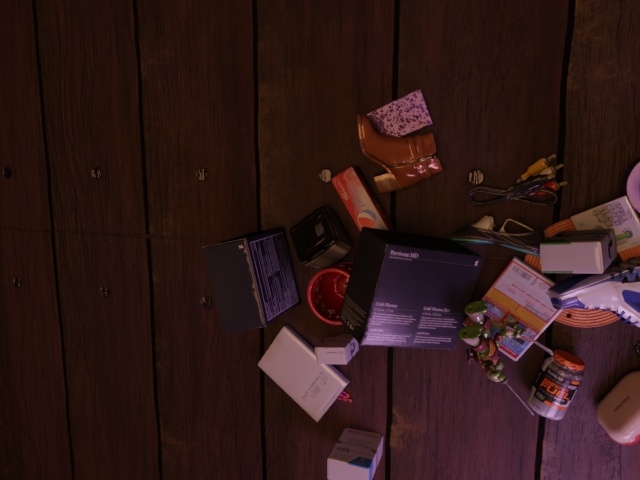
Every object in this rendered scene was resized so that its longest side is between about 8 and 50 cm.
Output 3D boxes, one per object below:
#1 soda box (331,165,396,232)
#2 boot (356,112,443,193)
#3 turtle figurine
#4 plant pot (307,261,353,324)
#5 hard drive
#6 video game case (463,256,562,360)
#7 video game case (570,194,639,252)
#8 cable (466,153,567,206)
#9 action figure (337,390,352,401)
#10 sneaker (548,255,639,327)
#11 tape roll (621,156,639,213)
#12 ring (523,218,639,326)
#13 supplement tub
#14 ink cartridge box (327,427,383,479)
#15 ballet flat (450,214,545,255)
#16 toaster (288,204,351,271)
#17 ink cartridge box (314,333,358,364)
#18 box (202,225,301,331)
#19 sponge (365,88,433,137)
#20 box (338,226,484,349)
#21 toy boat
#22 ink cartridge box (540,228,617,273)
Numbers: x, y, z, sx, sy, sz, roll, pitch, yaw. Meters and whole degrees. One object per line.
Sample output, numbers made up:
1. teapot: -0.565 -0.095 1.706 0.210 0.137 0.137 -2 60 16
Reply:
1. soda box: 0.144 -0.114 1.757 0.092 0.083 0.263 -31 88 22
2. boot: 0.246 -0.297 1.657 0.220 0.109 0.283 -19 106 16
3. turtle figurine: 0.540 0.313 1.564 0.198 0.274 0.266 -44 119 -8
4. plant pot: 0.071 0.170 1.780 0.191 0.174 0.191 3 99 19
5. hard drive: -0.067 0.485 1.938 0.307 0.040 0.203 40 110 17
6. video game case: 0.606 0.216 1.643 0.204 0.025 0.285 35 118 12
7. video game case: 0.816 -0.034 1.496 0.157 0.019 0.143 -28 88 41
8. cable: 0.599 -0.151 1.613 0.287 0.072 0.139 -19 109 34
9. action figure: 0.064 0.556 1.925 0.115 0.030 0.038 25 104 12
10. sneaker: 0.826 0.169 1.475 0.315 0.127 0.182 -18 94 8
11. tape roll: 0.942 -0.152 1.456 0.189 0.080 0.189 3 99 20
12. ring: 0.784 0.095 1.581 0.336 0.032 0.337 3 100 19
13. supplement tub: 0.720 0.437 1.612 0.117 0.117 0.190 22 105 16
14. ink cartridge box: 0.124 0.752 1.839 0.148 0.203 0.086 5 102 20
15. ballet flat: 0.544 -0.021 1.620 0.280 0.095 0.096 11 88 22
16. toaster: 0.000 0.000 1.788 0.168 0.110 0.186 -37 53 22
17. ink cartridge box: 0.058 0.375 1.830 0.109 0.150 0.063 -5 97 21
18. box: -0.230 0.125 1.821 0.182 0.294 0.296 -11 94 21
19. sponge: 0.246 -0.388 1.703 0.210 0.031 0.117 -21 92 21
20. box: 0.271 0.148 1.611 0.343 0.179 0.312 8 105 -23
21. toy boat: 0.941 0.496 1.545 0.151 0.151 0.231 26 110 -17
22. ink cartridge box: 0.710 0.027 1.451 0.153 0.208 0.087 -3 98 38
